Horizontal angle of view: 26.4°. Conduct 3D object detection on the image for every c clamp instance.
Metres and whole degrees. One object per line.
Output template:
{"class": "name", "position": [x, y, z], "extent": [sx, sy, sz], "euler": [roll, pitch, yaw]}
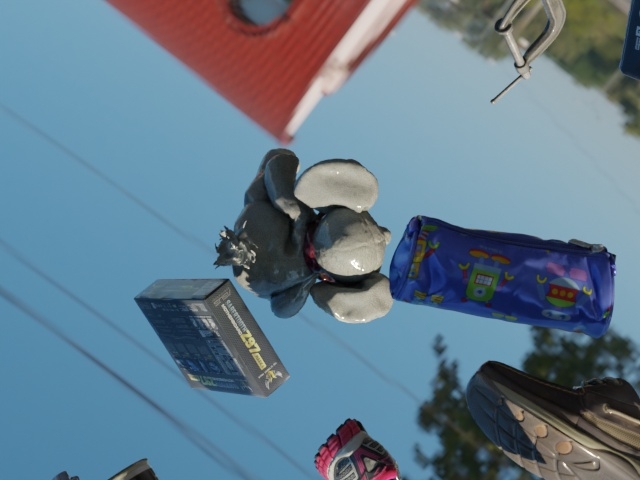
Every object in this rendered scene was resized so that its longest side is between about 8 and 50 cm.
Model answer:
{"class": "c clamp", "position": [0.249, -0.248, 1.665], "extent": [0.022, 0.137, 0.161], "euler": [45, 174, 30]}

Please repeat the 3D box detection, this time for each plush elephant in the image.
{"class": "plush elephant", "position": [0.000, 0.000, 2.153], "extent": [0.255, 0.272, 0.330], "euler": [2, -172, 13]}

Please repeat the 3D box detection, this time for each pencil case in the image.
{"class": "pencil case", "position": [0.246, 0.043, 1.808], "extent": [0.306, 0.133, 0.119], "euler": [10, -155, -4]}

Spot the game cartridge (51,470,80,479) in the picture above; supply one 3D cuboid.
{"class": "game cartridge", "position": [-0.320, 0.507, 2.091], "extent": [0.196, 0.060, 0.294], "euler": [47, 163, 49]}

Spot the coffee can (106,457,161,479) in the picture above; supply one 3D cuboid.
{"class": "coffee can", "position": [-0.191, 0.409, 1.499], "extent": [0.275, 0.201, 0.201], "euler": [52, -164, 7]}

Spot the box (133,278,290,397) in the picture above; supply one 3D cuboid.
{"class": "box", "position": [-0.168, 0.146, 2.076], "extent": [0.232, 0.059, 0.183], "euler": [-3, 121, 57]}

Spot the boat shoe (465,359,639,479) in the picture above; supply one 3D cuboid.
{"class": "boat shoe", "position": [0.349, 0.246, 1.734], "extent": [0.355, 0.132, 0.130], "euler": [32, -122, -3]}

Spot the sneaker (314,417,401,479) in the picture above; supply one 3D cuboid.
{"class": "sneaker", "position": [0.071, 0.385, 2.067], "extent": [0.112, 0.121, 0.299], "euler": [39, 165, 28]}

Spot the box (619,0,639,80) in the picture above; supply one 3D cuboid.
{"class": "box", "position": [0.702, -0.308, 2.044], "extent": [0.293, 0.212, 0.395], "euler": [-8, -155, -31]}
